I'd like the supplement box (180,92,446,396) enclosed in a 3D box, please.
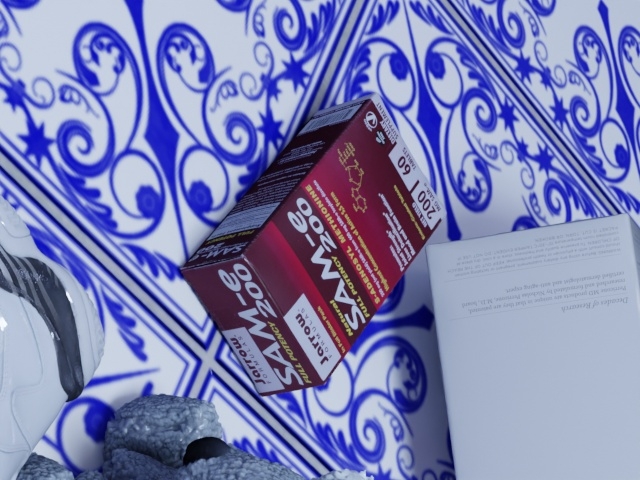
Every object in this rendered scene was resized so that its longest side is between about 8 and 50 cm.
[{"bbox_3d":[0.000,0.000,1.545,0.130,0.073,0.239,58,43,-20],"label":"supplement box"}]

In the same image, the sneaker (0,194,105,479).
[{"bbox_3d":[-0.284,0.037,1.142,0.366,0.137,0.210,49,43,-33],"label":"sneaker"}]

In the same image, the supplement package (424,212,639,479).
[{"bbox_3d":[0.205,0.142,1.623,0.177,0.175,0.293,27,54,-73],"label":"supplement package"}]

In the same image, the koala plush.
[{"bbox_3d":[-0.072,0.205,1.276,0.196,0.221,0.203,-22,96,-51],"label":"koala plush"}]
